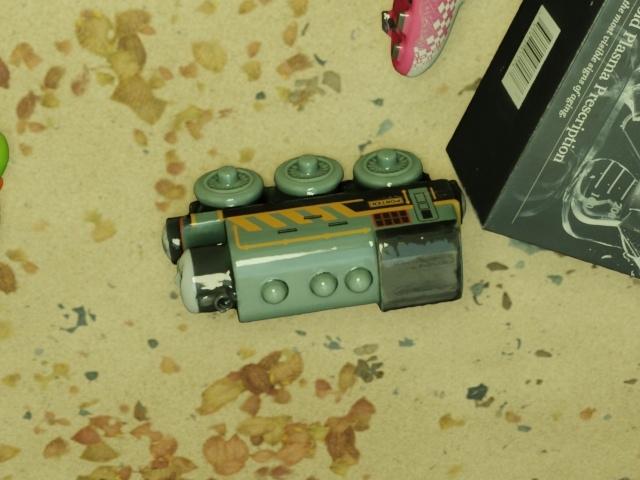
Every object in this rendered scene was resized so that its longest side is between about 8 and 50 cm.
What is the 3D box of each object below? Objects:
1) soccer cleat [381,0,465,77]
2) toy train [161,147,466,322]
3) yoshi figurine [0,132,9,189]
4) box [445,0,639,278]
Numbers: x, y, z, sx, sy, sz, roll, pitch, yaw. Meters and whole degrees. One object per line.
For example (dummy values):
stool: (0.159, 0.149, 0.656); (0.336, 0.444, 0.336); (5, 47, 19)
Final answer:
soccer cleat: (0.152, -0.309, 1.511); (0.143, 0.116, 0.331); (4, 119, -11)
toy train: (0.000, 0.000, 1.627); (0.333, 0.190, 0.142); (-7, 121, -5)
yoshi figurine: (-0.444, 0.031, 1.576); (0.203, 0.203, 0.362); (21, 112, -13)
box: (0.356, -0.149, 1.605); (0.312, 0.179, 0.343); (16, 117, -19)
